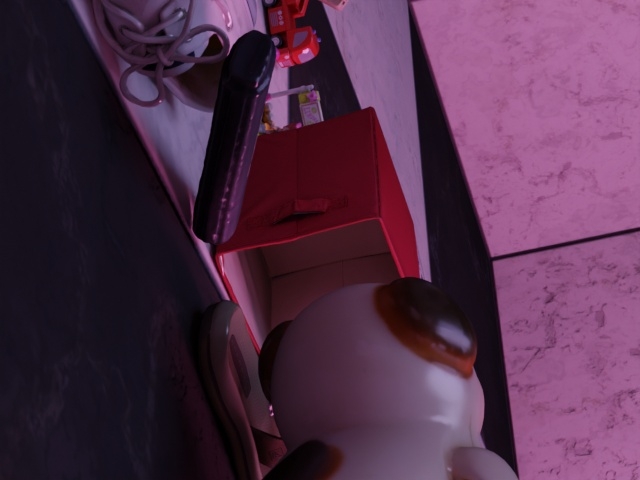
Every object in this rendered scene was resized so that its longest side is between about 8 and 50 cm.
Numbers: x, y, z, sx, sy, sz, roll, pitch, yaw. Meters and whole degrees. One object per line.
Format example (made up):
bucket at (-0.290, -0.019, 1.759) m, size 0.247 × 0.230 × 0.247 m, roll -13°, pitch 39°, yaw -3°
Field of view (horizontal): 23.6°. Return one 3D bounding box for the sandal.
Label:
sandal at (-0.040, 0.189, 1.525) m, size 0.120 × 0.086 × 0.303 m, roll -86°, pitch 160°, yaw -54°

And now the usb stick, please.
usb stick at (-0.082, -0.089, 1.433) m, size 0.278 × 0.045 × 0.077 m, roll 108°, pitch 4°, yaw -58°

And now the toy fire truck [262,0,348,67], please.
toy fire truck at (-0.010, -0.339, 2.093) m, size 0.047 × 0.135 × 0.192 m, roll 47°, pitch 32°, yaw -69°

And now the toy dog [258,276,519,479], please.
toy dog at (0.025, 0.234, 1.347) m, size 0.395 × 0.284 × 0.408 m, roll 30°, pitch 51°, yaw -23°

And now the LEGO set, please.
LEGO set at (-0.028, -0.092, 1.822) m, size 0.132 × 0.107 × 0.287 m, roll -79°, pitch 154°, yaw -63°

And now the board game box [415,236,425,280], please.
board game box at (0.109, 0.131, 2.302) m, size 0.303 × 0.097 × 0.224 m, roll -68°, pitch 145°, yaw -68°

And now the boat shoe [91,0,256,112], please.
boat shoe at (-0.141, -0.200, 1.389) m, size 0.367 × 0.135 × 0.157 m, roll 64°, pitch 27°, yaw -73°

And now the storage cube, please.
storage cube at (0.000, 0.000, 1.679) m, size 0.193 × 0.183 × 0.215 m, roll -91°, pitch 164°, yaw -48°
